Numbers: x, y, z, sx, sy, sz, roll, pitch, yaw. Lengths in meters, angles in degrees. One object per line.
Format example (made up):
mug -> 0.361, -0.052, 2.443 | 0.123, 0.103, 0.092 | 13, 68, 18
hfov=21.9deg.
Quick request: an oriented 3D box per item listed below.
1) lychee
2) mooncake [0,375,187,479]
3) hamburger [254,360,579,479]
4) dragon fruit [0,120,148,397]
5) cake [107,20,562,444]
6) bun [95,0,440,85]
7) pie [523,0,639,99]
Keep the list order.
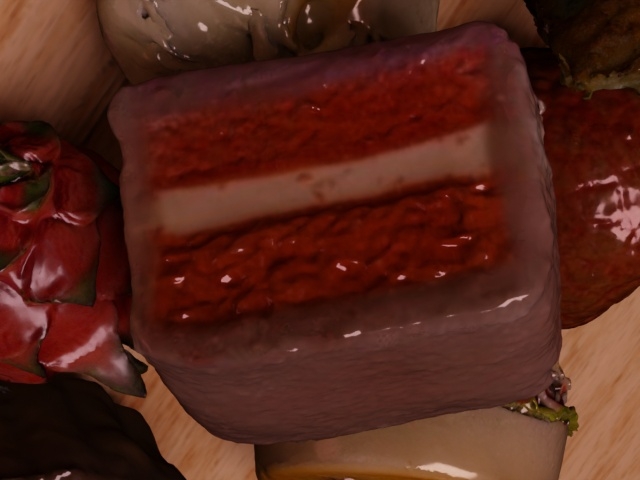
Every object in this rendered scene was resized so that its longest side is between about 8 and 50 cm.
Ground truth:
lychee -> 0.220, -0.035, 1.407 | 0.255, 0.255, 0.300 | -44, 85, 2
mooncake -> -0.256, 0.266, 1.380 | 0.324, 0.187, 0.324 | -12, 124, -19
hamburger -> 0.082, 0.155, 1.446 | 0.300, 0.300, 0.176 | 22, 63, -35
dragon fruit -> -0.215, 0.021, 1.257 | 0.193, 0.192, 0.274 | -19, 136, 9
cake -> 0.021, 0.001, 1.183 | 0.309, 0.237, 0.230 | -11, 157, 9
bun -> -0.022, -0.178, 1.263 | 0.287, 0.146, 0.287 | -15, 127, -21
pie -> 0.311, -0.243, 1.306 | 0.355, 0.288, 0.103 | -42, 128, -2
